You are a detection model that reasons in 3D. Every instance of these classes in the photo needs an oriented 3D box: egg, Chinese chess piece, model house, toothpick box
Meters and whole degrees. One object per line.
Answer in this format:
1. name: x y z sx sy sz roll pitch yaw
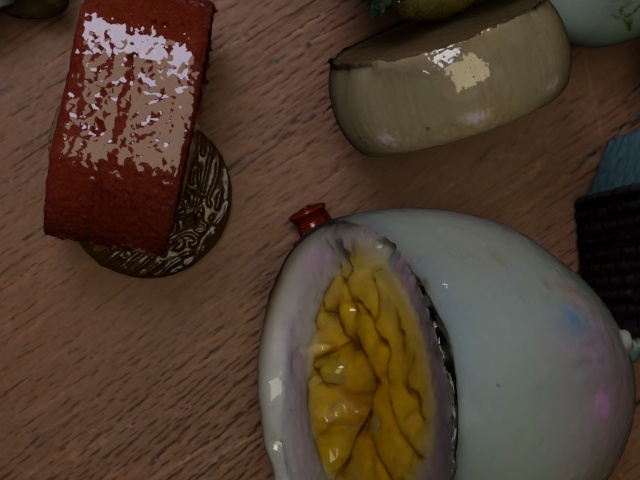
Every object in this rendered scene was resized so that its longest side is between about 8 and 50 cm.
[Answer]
1. egg: 0.154 0.146 0.933 0.339 0.354 0.355 1 92 -31
2. Chinese chess piece: 0.130 -0.175 0.947 0.249 0.250 0.103 -23 108 -6
3. model house: 0.413 0.023 0.976 0.230 0.280 0.249 22 84 -6
4. toothpick box: 0.000 0.000 1.039 0.047 0.047 0.083 -24 95 -6
5. egg: 0.331 -0.327 1.002 0.183 0.183 0.264 44 77 -7

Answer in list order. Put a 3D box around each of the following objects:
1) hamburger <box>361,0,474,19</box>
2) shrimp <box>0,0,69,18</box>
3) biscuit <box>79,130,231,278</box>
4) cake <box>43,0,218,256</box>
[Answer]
1. hamburger: 0.126 -0.343 0.941 0.211 0.132 0.309 17 50 -6
2. shrimp: -0.477 -0.306 0.946 0.445 0.110 0.221 11 82 -4
3. biscuit: -0.192 -0.050 1.022 0.187 0.027 0.188 0 93 -8
4. cake: -0.192 -0.127 0.919 0.150 0.177 0.283 13 85 -4
